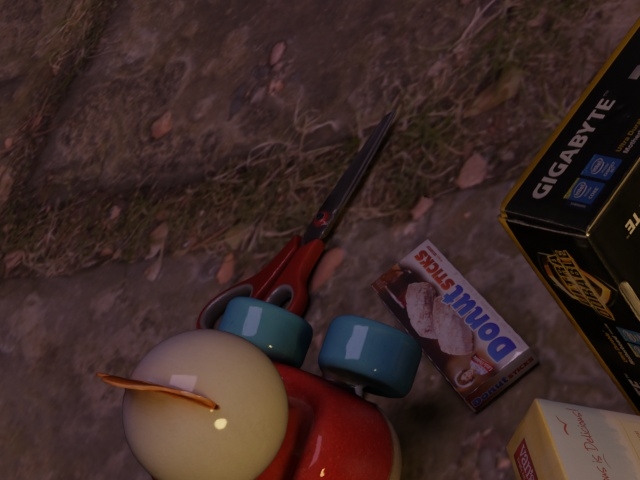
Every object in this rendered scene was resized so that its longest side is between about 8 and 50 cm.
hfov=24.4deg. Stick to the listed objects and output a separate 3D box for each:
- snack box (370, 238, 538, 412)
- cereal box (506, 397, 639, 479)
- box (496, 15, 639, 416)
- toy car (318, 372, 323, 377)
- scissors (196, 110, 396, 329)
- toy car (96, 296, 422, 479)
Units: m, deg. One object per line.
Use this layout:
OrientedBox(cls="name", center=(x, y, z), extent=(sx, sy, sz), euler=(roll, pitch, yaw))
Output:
OrientedBox(cls="snack box", center=(0.103, 0.064, 1.173), extent=(0.064, 0.022, 0.178), euler=(-38, 36, -1))
OrientedBox(cls="cereal box", center=(0.231, 0.173, 0.789), extent=(0.173, 0.240, 0.047), euler=(-103, 30, -51))
OrientedBox(cls="box", center=(0.279, -0.049, 0.945), extent=(0.079, 0.257, 0.322), euler=(18, 65, 49))
OrientedBox(cls="toy car", center=(0.002, 0.144, 1.181), extent=(0.040, 0.060, 0.122), euler=(22, 80, 3))
OrientedBox(cls="scissors", center=(0.000, 0.000, 1.337), extent=(0.297, 0.021, 0.109), euler=(-47, 34, -12))
OrientedBox(cls="toy car", center=(-0.079, 0.126, 1.041), extent=(0.210, 0.238, 0.219), euler=(8, 71, 40))
